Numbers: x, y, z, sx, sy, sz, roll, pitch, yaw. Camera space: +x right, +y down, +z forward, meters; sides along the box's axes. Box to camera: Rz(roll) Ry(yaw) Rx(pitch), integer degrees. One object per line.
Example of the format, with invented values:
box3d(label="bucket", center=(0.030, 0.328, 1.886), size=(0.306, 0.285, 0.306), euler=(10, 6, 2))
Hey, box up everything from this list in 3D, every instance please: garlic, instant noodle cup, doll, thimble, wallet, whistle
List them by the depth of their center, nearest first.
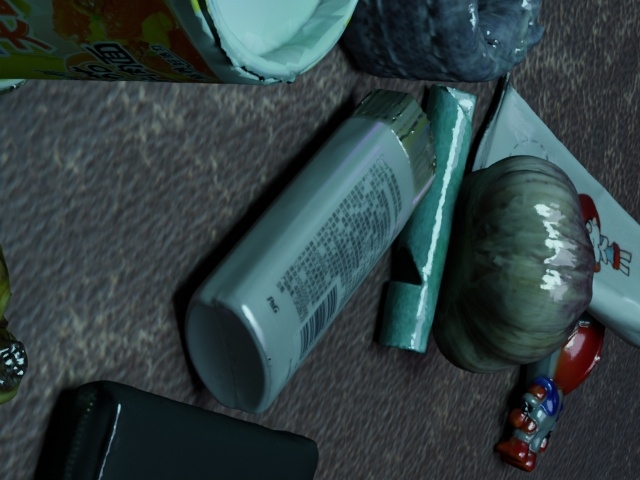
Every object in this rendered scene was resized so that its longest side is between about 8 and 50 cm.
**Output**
box3d(label="instant noodle cup", center=(-0.073, -0.152, 0.637), size=(0.205, 0.153, 0.205), euler=(-28, 122, -57))
box3d(label="wallet", center=(-0.077, 0.163, 0.865), size=(0.250, 0.044, 0.149), euler=(32, 75, -62))
box3d(label="thimble", center=(0.079, -0.170, 0.989), size=(0.150, 0.097, 0.150), euler=(-29, 124, -56))
box3d(label="whistle", center=(0.075, -0.015, 1.103), size=(0.039, 0.039, 0.186), euler=(18, 84, -63))
box3d(label="garlic", center=(0.137, 0.018, 1.124), size=(0.102, 0.147, 0.159), euler=(7, 112, -23))
box3d(label="doll", center=(0.209, 0.109, 1.391), size=(0.104, 0.062, 0.195), euler=(39, 72, -41))

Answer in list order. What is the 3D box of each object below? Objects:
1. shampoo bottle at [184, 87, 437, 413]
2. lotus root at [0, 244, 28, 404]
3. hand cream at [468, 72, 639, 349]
box3d(label="shampoo bottle", center=(0.000, 0.000, 0.939), size=(0.227, 0.056, 0.086), euler=(-52, 143, -43))
box3d(label="lotus root", center=(-0.176, -0.013, 0.561), size=(0.108, 0.094, 0.191), euler=(-99, 168, -56))
box3d(label="hand cream", center=(0.221, 0.001, 1.307), size=(0.336, 0.076, 0.121), euler=(39, 55, -39))
